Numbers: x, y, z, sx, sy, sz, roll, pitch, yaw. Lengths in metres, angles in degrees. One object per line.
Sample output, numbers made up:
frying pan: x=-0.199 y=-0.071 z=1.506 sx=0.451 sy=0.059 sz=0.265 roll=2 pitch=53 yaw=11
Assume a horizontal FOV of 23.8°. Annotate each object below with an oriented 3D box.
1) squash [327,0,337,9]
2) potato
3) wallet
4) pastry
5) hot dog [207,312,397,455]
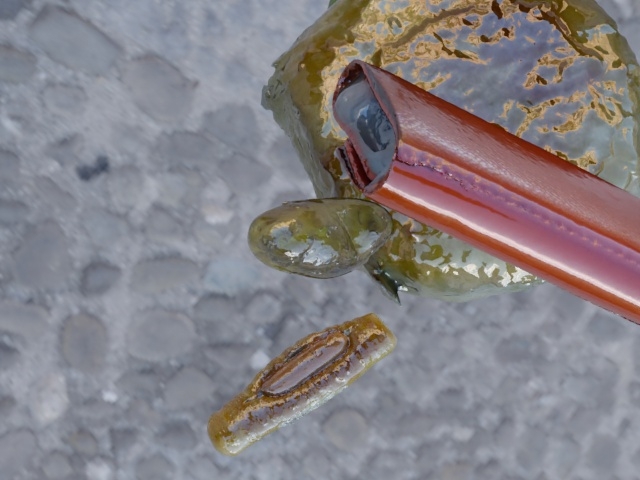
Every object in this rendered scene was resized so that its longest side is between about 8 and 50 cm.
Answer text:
squash: x=0.057 y=-0.239 z=1.342 sx=0.183 sy=0.052 sz=0.052 roll=-49 pitch=128 yaw=-3
potato: x=0.000 y=0.000 z=0.817 sx=0.092 sy=0.045 sz=0.046 roll=-8 pitch=113 yaw=-41
wallet: x=0.105 y=-0.018 z=0.757 sx=0.204 sy=0.142 sz=0.045 roll=24 pitch=109 yaw=-18
pastry: x=0.100 y=-0.077 z=1.039 sx=0.235 sy=0.257 sz=0.121 roll=-26 pitch=162 yaw=-7
hot dog: x=-0.015 y=0.088 z=0.974 sx=0.137 sy=0.044 sz=0.028 roll=-32 pitch=143 yaw=-4
